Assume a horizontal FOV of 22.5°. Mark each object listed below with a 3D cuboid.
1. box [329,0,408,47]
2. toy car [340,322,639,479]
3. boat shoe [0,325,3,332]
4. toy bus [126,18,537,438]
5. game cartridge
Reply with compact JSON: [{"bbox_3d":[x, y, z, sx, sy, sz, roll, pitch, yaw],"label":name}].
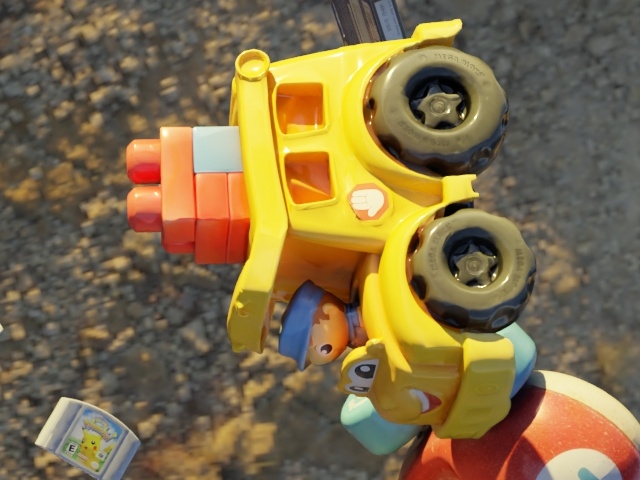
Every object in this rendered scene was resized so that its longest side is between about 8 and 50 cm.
[{"bbox_3d":[0.060,-0.252,1.923,0.036,0.225,0.136,-23,113,-8],"label":"box"},{"bbox_3d":[0.102,0.215,1.077,0.219,0.210,0.238,44,54,-12],"label":"toy car"},{"bbox_3d":[-0.414,0.096,1.477,0.097,0.116,0.324,60,28,2],"label":"boat shoe"},{"bbox_3d":[0.000,0.000,0.895,0.211,0.149,0.220,-4,65,-9],"label":"toy bus"},{"bbox_3d":[-0.203,0.176,1.418,0.083,0.017,0.056,33,73,-18],"label":"game cartridge"}]
